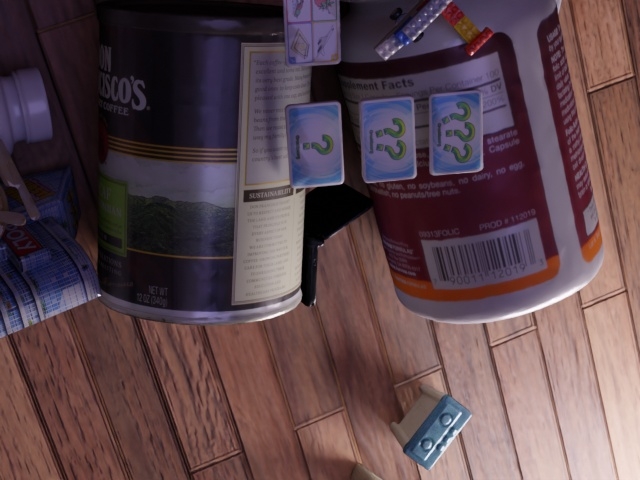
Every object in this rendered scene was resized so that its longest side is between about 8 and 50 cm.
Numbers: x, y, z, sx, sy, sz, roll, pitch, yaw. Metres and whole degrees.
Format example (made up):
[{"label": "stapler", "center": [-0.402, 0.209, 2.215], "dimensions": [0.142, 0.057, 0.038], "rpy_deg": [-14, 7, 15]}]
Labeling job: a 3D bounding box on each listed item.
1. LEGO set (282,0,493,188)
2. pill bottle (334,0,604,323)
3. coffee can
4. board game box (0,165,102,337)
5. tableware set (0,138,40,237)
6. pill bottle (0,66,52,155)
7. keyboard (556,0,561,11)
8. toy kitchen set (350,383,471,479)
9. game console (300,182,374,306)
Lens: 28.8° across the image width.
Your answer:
[{"label": "LEGO set", "center": [0.060, -0.164, 1.071], "dimensions": [0.182, 0.060, 0.244], "rpy_deg": [-5, 109, -8]}, {"label": "pill bottle", "center": [0.138, -0.137, 1.237], "dimensions": [0.224, 0.224, 0.392], "rpy_deg": [-20, 110, -14]}, {"label": "coffee can", "center": [-0.109, -0.081, 1.172], "dimensions": [0.201, 0.201, 0.275], "rpy_deg": [-2, 105, -20]}, {"label": "board game box", "center": [-0.292, 0.005, 1.155], "dimensions": [0.194, 0.194, 0.060], "rpy_deg": [-25, 128, -27]}, {"label": "tableware set", "center": [-0.335, -0.075, 1.067], "dimensions": [0.128, 0.039, 0.194], "rpy_deg": [-28, 94, -16]}, {"label": "pill bottle", "center": [-0.336, -0.110, 1.139], "dimensions": [0.169, 0.094, 0.094], "rpy_deg": [-13, 108, -17]}, {"label": "keyboard", "center": [0.217, -0.211, 1.361], "dimensions": [0.072, 0.014, 0.256], "rpy_deg": [7, 101, -22]}, {"label": "toy kitchen set", "center": [0.162, 0.293, 1.415], "dimensions": [0.207, 0.122, 0.166], "rpy_deg": [39, 89, -25]}, {"label": "game console", "center": [0.000, 0.000, 1.277], "dimensions": [0.071, 0.122, 0.107], "rpy_deg": [-3, 105, -20]}]
